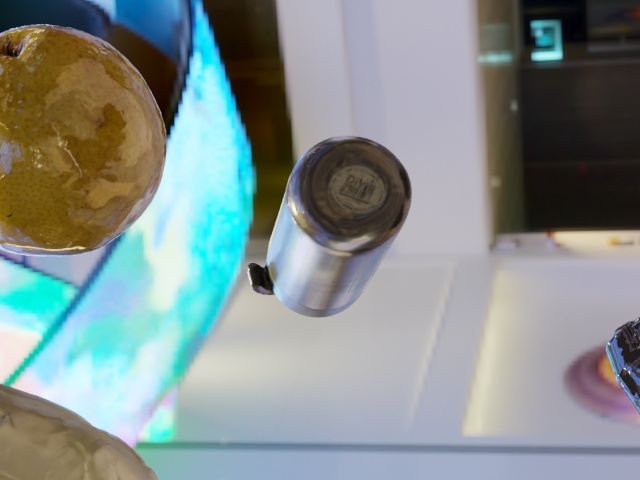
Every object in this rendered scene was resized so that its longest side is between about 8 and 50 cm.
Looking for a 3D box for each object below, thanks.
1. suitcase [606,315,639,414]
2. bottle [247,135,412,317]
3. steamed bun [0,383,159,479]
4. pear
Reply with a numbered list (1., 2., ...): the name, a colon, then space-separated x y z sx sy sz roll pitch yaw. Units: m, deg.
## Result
1. suitcase: 0.340 0.060 0.939 0.285 0.206 0.066 17 -139 -44
2. bottle: 0.000 0.000 0.997 0.253 0.096 0.079 112 145 -76
3. steamed bun: -0.280 0.237 1.088 0.334 0.312 0.233 95 -166 -67
4. pear: -0.241 -0.090 1.263 0.209 0.209 0.209 -1 -90 -77
